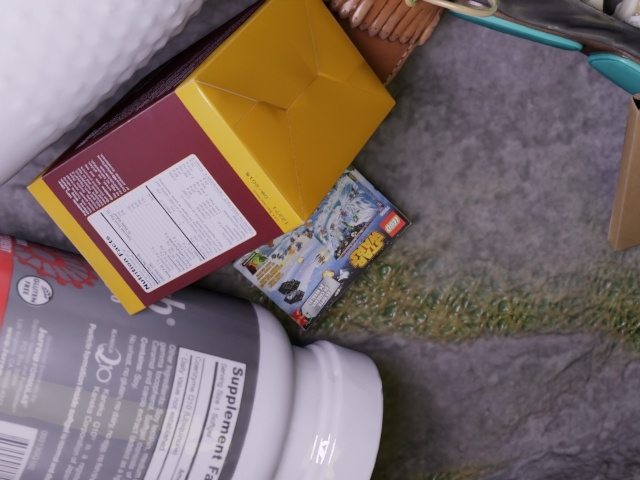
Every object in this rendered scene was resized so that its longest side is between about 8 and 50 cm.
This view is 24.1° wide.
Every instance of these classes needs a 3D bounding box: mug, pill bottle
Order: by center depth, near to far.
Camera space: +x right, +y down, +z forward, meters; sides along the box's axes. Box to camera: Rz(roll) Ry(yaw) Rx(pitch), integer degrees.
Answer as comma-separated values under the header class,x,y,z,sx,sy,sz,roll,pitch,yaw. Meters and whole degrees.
class,x,y,z,sx,sy,sz,roll,pitch,yaw
mug,-0.228,-0.281,1.066,0.328,0.276,0.374,-40,94,-4
pill bottle,-0.148,0.133,1.236,0.362,0.210,0.210,16,103,-19

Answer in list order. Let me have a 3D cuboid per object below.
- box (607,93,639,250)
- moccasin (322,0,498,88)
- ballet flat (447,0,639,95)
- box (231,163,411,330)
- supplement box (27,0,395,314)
class,x,y,z,sx,sy,sz,roll,pitch,yaw
box,0.342,-0.076,1.332,0.164,0.021,0.201,-16,145,-7
moccasin,0.081,-0.248,1.199,0.139,0.147,0.380,31,103,-23
ballet flat,0.244,-0.190,1.293,0.280,0.095,0.096,22,92,-19
box,0.000,0.000,1.327,0.137,0.027,0.094,-45,110,3
supplement box,-0.081,-0.074,1.148,0.194,0.191,0.129,-27,107,37
